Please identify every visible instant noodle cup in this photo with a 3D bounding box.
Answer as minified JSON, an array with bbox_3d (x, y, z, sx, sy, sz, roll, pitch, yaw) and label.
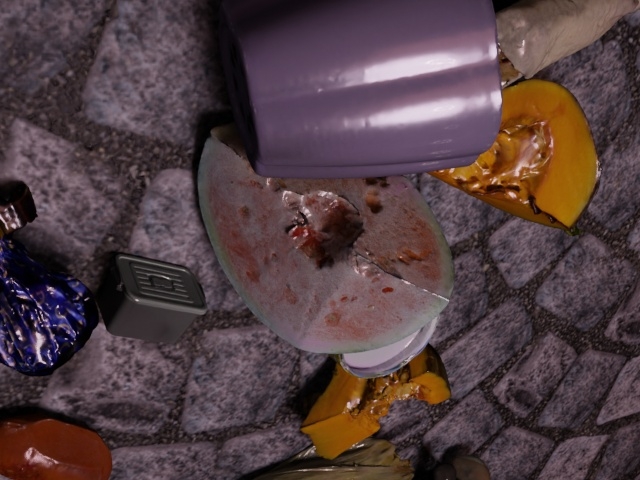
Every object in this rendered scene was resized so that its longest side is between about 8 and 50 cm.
[{"bbox_3d":[0.057,0.086,1.141,0.204,0.153,0.205,-17,130,-22],"label":"instant noodle cup"}]

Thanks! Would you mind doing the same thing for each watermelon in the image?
[{"bbox_3d":[0.004,-0.003,1.009,0.175,0.322,0.188,-35,167,-46],"label":"watermelon"}]

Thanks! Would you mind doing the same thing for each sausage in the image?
[{"bbox_3d":[-0.336,0.270,1.056,0.179,0.089,0.089,27,104,-40],"label":"sausage"}]

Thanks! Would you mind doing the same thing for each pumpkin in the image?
[{"bbox_3d":[0.230,-0.141,1.119,0.312,0.148,0.169,20,91,-35],"label":"pumpkin"},{"bbox_3d":[0.073,0.222,1.281,0.248,0.126,0.131,-29,144,13],"label":"pumpkin"}]

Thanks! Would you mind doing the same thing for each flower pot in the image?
[{"bbox_3d":[0.026,-0.186,0.874,0.243,0.265,0.265,-11,128,-11],"label":"flower pot"}]

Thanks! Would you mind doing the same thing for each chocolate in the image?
[{"bbox_3d":[-0.343,-0.019,0.833,0.148,0.126,0.343,-61,146,-41],"label":"chocolate"}]

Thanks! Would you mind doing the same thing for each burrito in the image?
[{"bbox_3d":[0.331,-0.295,1.061,0.392,0.076,0.117,-32,148,-29],"label":"burrito"}]

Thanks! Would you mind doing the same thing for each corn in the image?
[{"bbox_3d":[0.005,0.411,1.356,0.305,0.123,0.122,-15,126,-26],"label":"corn"}]

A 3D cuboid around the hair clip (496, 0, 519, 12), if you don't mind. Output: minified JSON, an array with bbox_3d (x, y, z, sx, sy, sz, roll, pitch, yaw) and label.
[{"bbox_3d":[0.251,-0.250,1.112,0.083,0.048,0.275,-26,137,-30],"label":"hair clip"}]

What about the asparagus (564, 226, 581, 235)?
[{"bbox_3d":[0.409,-0.030,1.380,0.021,0.025,0.108,-53,134,-4],"label":"asparagus"}]

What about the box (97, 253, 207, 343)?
[{"bbox_3d":[-0.207,0.074,1.008,0.122,0.084,0.069,16,121,-39],"label":"box"}]

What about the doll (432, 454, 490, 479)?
[{"bbox_3d":[0.172,0.515,1.506,0.329,0.174,0.235,-8,148,-26],"label":"doll"}]
